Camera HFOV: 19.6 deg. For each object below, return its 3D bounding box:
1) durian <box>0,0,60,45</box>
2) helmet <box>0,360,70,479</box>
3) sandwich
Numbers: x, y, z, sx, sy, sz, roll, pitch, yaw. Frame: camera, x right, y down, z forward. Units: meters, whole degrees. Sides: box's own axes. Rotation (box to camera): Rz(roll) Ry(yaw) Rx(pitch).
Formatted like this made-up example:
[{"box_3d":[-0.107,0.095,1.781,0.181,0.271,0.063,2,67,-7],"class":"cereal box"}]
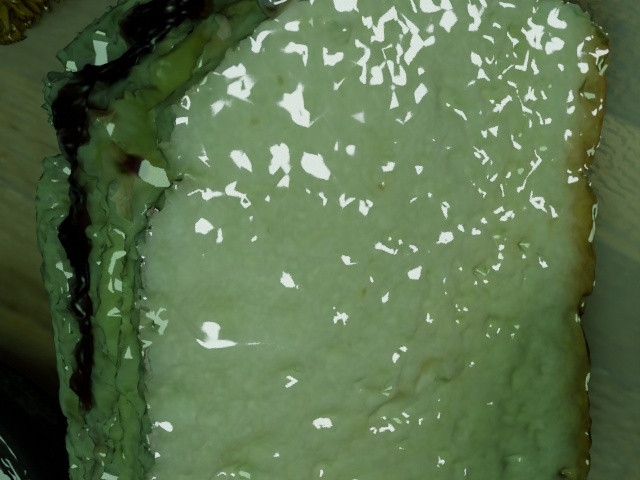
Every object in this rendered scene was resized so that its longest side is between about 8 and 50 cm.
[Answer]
[{"box_3d":[-0.190,-0.225,0.917,0.183,0.138,0.249,-19,92,22],"class":"durian"},{"box_3d":[-0.223,0.151,0.986,0.279,0.160,0.230,31,106,18],"class":"helmet"},{"box_3d":[0.001,0.000,0.869,0.262,0.131,0.325,-9,104,-31],"class":"sandwich"}]
